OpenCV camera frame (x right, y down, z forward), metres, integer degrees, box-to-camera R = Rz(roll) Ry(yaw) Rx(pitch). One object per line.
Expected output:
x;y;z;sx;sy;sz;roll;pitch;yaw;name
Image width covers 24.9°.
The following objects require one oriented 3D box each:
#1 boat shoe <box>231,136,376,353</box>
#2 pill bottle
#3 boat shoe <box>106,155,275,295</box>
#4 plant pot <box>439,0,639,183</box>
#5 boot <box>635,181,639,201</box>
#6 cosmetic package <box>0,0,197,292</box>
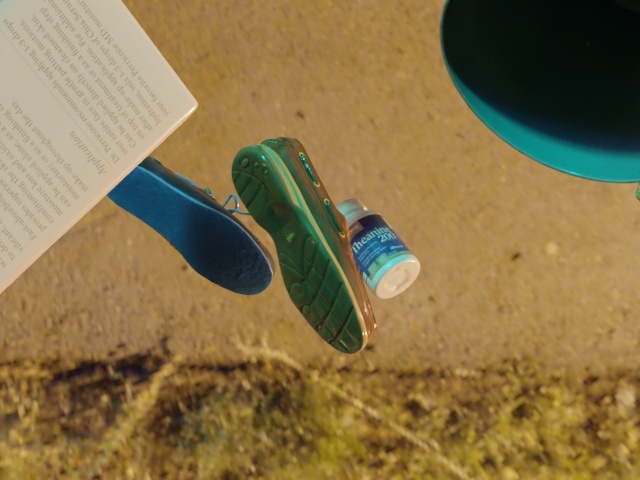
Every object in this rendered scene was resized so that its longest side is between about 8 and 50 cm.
0.000;0.000;1.110;0.060;0.064;0.178;-28;91;-41;boat shoe
0.060;0.006;1.727;0.067;0.120;0.067;-26;146;-19;pill bottle
-0.156;-0.038;1.836;0.109;0.089;0.258;-41;106;21;boat shoe
0.290;-0.227;1.440;0.195;0.290;0.290;-56;133;-33;plant pot
0.216;0.040;0.642;0.203;0.095;0.262;32;110;-7;boot
-0.370;-0.076;1.416;0.453;0.161;0.230;-45;124;-13;cosmetic package
